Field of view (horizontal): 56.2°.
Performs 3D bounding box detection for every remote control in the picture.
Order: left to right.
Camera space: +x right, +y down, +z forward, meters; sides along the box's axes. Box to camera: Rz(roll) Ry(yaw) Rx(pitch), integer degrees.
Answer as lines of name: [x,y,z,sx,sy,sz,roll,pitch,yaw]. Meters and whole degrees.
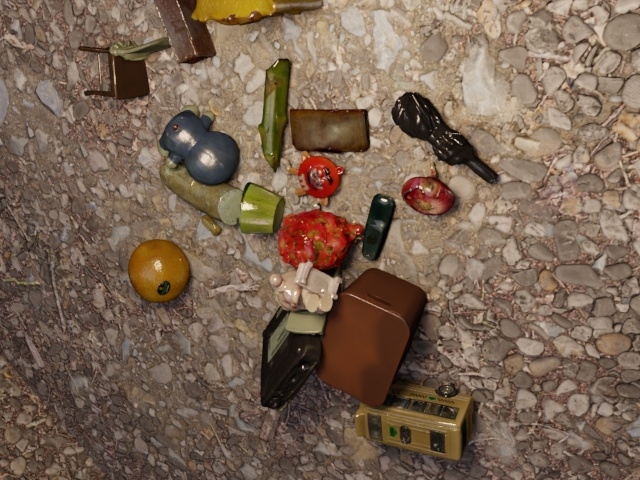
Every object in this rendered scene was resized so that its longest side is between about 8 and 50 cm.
remote control: [-0.019,0.175,1.861,0.123,0.286,0.038,2,134,20]
remote control: [0.170,-0.038,1.819,0.072,0.042,0.222,21,120,16]

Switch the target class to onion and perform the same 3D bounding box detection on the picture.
onion: [0.306,-0.151,1.674,0.149,0.140,0.150,16,160,6]

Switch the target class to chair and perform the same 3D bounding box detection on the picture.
chair: [-0.607,-0.554,1.936,0.318,0.160,0.186,8,109,26]

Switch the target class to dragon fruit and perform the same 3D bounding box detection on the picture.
dragon fruit: [0.000,0.000,1.838,0.267,0.205,0.210,-13,130,-7]

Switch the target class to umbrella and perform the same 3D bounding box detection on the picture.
umbrella: [0.336,-0.269,1.608,0.340,0.118,0.118,38,123,1]

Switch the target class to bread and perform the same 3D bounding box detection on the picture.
bread: [-0.384,-0.055,2.106,0.088,0.033,0.049,44,138,9]

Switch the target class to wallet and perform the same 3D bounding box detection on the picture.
wallet: [0.023,-0.324,1.779,0.255,0.031,0.137,7,118,27]

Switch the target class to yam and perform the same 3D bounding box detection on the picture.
yam: [-0.402,-0.173,2.015,0.330,0.133,0.133,30,122,18]

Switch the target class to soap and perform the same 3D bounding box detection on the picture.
soap: [-0.166,-0.646,1.586,0.259,0.281,0.143,7,112,23]

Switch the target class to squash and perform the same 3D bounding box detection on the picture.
squash: [-0.191,-0.093,1.920,0.122,0.170,0.170,15,118,8]

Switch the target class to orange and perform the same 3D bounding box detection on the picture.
orange: [-0.584,0.110,2.174,0.236,0.236,0.237,11,116,23]

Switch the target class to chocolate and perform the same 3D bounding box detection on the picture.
chocolate: [-0.432,-0.697,1.805,0.111,0.112,0.322,-10,106,28]

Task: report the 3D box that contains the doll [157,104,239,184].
doll: [-0.382,-0.297,1.922,0.258,0.154,0.228,39,84,-9]

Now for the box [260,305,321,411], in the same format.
box: [-0.104,0.336,1.966,0.090,0.351,0.359,19,126,-21]

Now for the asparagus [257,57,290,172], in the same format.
asparagus: [-0.139,-0.376,1.804,0.085,0.082,0.344,19,117,25]

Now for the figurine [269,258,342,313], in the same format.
figurine: [-0.060,0.139,1.746,0.256,0.181,0.145,-13,73,58]

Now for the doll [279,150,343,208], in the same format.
doll: [-0.023,-0.183,1.835,0.217,0.085,0.183,-1,114,36]

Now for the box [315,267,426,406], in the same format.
box: [0.163,0.286,1.852,0.239,0.229,0.340,24,121,17]

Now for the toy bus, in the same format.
toy bus: [0.294,0.564,1.924,0.365,0.202,0.177,4,114,26]
